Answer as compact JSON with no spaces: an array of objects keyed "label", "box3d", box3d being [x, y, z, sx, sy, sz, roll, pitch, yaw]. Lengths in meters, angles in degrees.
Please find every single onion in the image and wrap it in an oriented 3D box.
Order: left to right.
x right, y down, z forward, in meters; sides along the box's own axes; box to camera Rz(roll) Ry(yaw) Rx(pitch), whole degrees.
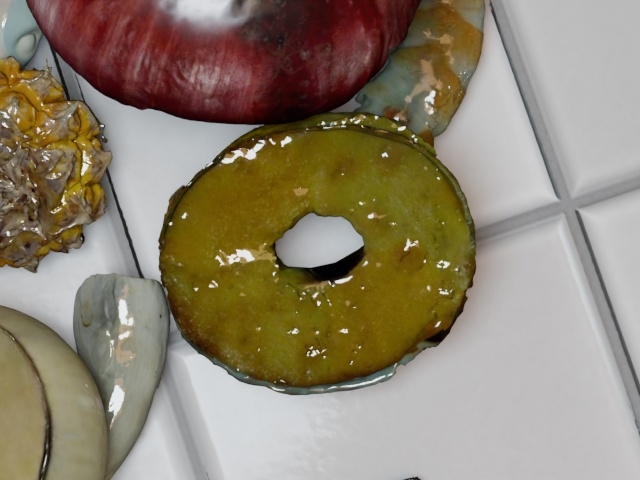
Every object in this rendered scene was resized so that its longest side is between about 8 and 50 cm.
[{"label":"onion","box3d":[-0.074,-0.267,1.292,0.348,0.285,0.347,4,57,-6]}]

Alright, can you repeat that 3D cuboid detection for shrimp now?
[{"label":"shrimp","box3d":[0.050,-0.215,1.439,0.185,0.068,0.287,-35,86,-3]}]

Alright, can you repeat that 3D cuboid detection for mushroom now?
[{"label":"mushroom","box3d":[-0.192,0.139,1.400,0.092,0.081,0.223,13,87,-4]}]

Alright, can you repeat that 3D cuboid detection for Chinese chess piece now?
[{"label":"Chinese chess piece","box3d":[-0.304,0.179,1.338,0.257,0.104,0.257,-5,78,23]}]

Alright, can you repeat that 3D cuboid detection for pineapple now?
[{"label":"pineapple","box3d":[-0.284,-0.055,1.372,0.225,0.076,0.224,0,116,1]}]

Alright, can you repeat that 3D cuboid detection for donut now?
[{"label":"donut","box3d":[0.000,0.000,1.372,0.272,0.107,0.272,0,113,0]}]

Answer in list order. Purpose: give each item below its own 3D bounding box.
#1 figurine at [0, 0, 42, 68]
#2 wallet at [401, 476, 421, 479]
[{"label":"figurine","box3d":[-0.286,-0.218,1.407,0.155,0.127,0.235,-41,123,-42]},{"label":"wallet","box3d":[0.068,0.384,1.404,0.169,0.044,0.317,-21,85,1]}]
